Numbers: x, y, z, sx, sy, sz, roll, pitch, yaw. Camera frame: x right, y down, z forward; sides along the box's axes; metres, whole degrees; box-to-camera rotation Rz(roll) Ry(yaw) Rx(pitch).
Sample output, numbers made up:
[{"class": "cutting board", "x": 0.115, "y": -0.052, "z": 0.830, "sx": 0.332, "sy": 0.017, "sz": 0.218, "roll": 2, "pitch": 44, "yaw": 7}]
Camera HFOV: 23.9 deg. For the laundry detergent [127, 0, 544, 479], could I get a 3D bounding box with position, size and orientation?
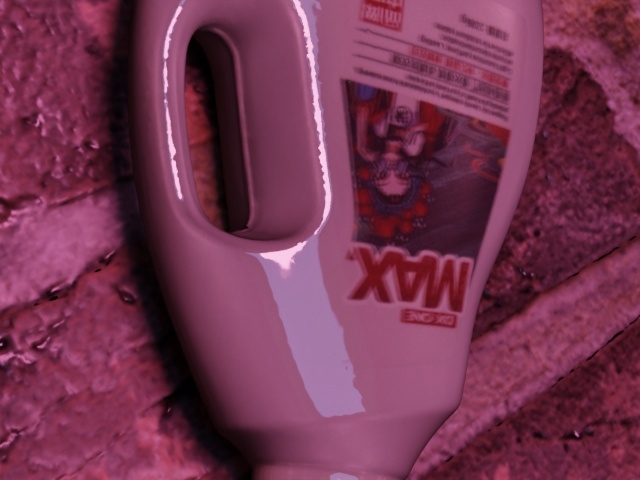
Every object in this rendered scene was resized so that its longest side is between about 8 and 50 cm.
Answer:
[{"class": "laundry detergent", "x": 0.000, "y": 0.000, "z": 0.879, "sx": 0.264, "sy": 0.125, "sz": 0.397, "roll": 14, "pitch": 75, "yaw": -30}]
